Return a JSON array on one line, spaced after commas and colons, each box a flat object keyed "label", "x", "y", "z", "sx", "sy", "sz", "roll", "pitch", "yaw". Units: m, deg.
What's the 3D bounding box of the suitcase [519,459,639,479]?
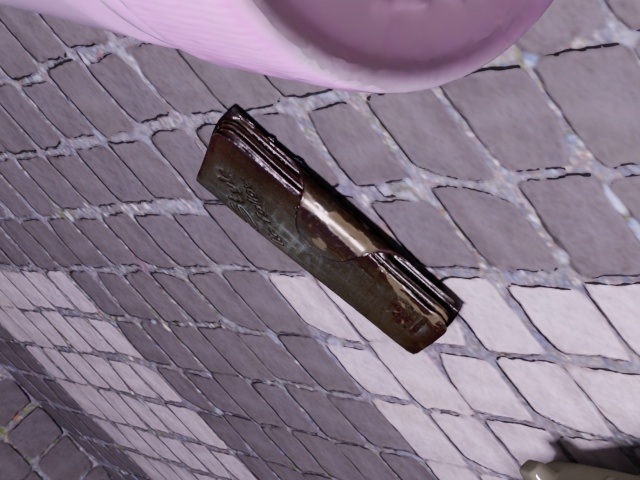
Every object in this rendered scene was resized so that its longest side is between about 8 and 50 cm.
[{"label": "suitcase", "x": 0.263, "y": 0.307, "z": 0.942, "sx": 0.339, "sy": 0.194, "sz": 0.351, "roll": 45, "pitch": 172, "yaw": -1}]

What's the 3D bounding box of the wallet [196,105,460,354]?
[{"label": "wallet", "x": 0.000, "y": 0.000, "z": 1.034, "sx": 0.232, "sy": 0.031, "sz": 0.122, "roll": 41, "pitch": 159, "yaw": 3}]

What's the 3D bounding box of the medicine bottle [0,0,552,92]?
[{"label": "medicine bottle", "x": -0.063, "y": -0.179, "z": 0.529, "sx": 0.316, "sy": 0.202, "sz": 0.202, "roll": 22, "pitch": 151, "yaw": 46}]
